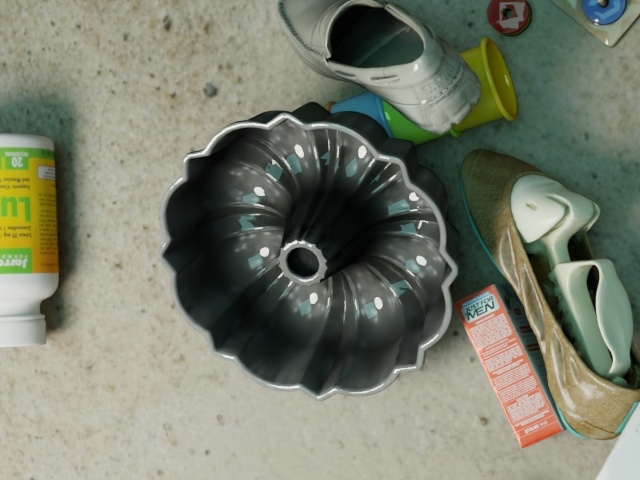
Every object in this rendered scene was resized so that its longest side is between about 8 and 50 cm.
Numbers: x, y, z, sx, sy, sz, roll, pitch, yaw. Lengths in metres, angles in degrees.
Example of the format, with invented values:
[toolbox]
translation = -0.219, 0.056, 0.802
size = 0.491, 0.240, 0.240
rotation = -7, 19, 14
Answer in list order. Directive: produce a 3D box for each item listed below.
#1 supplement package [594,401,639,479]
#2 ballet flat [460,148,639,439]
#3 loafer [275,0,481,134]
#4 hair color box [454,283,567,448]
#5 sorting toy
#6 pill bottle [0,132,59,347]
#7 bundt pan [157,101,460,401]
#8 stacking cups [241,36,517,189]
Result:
[supplement package]
translation = 0.403, 0.274, 1.505
size = 0.262, 0.204, 0.145
rotation = 30, 98, 18
[ballet flat]
translation = 0.249, 0.033, 1.579
size = 0.124, 0.116, 0.342
rotation = -49, 53, 53
[loafer]
translation = 0.046, -0.216, 1.633
size = 0.112, 0.111, 0.319
rotation = -48, 43, -7
[hair color box]
translation = 0.207, 0.130, 1.636
size = 0.053, 0.093, 0.167
rotation = -26, 80, 17
[sorting toy]
translation = 0.303, -0.304, 1.635
size = 0.132, 0.046, 0.274
rotation = 43, 102, 15
[pill bottle]
translation = -0.377, 0.002, 1.822
size = 0.136, 0.136, 0.245
rotation = -3, 88, 19
[bundt pan]
translation = 0.000, 0.000, 1.654
size = 0.331, 0.124, 0.330
rotation = 8, 116, 16
[stacking cups]
translation = 0.053, -0.132, 1.704
size = 0.316, 0.096, 0.096
rotation = -16, 84, 22
